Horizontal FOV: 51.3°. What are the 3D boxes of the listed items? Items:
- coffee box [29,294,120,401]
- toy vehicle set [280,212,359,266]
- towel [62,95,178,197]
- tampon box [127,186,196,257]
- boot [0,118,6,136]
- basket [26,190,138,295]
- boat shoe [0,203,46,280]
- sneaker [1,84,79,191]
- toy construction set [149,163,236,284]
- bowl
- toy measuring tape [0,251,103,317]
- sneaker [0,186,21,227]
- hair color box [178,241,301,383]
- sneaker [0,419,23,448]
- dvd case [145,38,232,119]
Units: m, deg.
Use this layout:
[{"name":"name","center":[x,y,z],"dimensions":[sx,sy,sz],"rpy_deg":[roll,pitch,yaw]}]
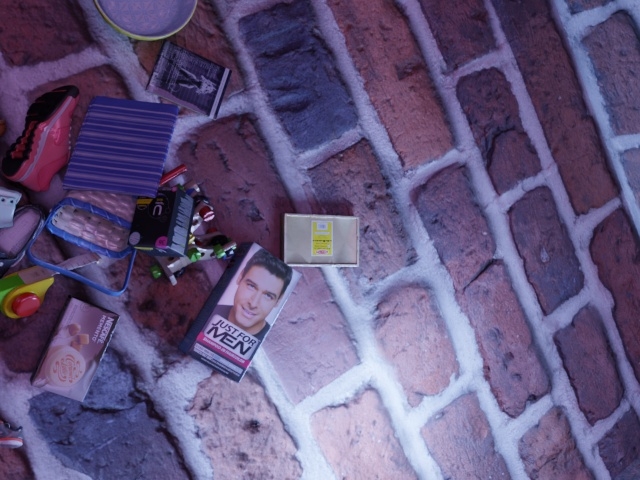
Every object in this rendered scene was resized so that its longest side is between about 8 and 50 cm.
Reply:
[{"name":"coffee box","center":[-0.658,0.287,1.789],"dimensions":[0.141,0.098,0.246],"rpy_deg":[27,79,-22]},{"name":"toy vehicle set","center":[0.000,0.000,2.134],"dimensions":[0.267,0.035,0.166],"rpy_deg":[2,88,-25]},{"name":"towel","center":[-0.522,-0.252,1.768],"dimensions":[0.243,0.040,0.336],"rpy_deg":[6,54,-2]},{"name":"tampon box","center":[-0.408,-0.047,1.724],"dimensions":[0.101,0.120,0.161],"rpy_deg":[41,53,-63]},{"name":"boot","center":[-0.871,-0.161,1.698],"dimensions":[0.283,0.109,0.220],"rpy_deg":[-46,115,-30]},{"name":"basket","center":[-0.593,-0.018,1.751],"dimensions":[0.254,0.201,0.289],"rpy_deg":[29,47,-21]},{"name":"boat shoe","center":[-0.829,0.024,1.717],"dimensions":[0.114,0.091,0.302],"rpy_deg":[37,74,-20]},{"name":"sneaker","center":[-0.723,-0.271,1.782],"dimensions":[0.136,0.116,0.314],"rpy_deg":[50,56,-52]},{"name":"toy construction set","center":[-0.406,-0.027,1.866],"dimensions":[0.237,0.257,0.309],"rpy_deg":[-31,81,-10]},{"name":"bowl","center":[-0.500,-0.682,1.846],"dimensions":[0.289,0.156,0.289],"rpy_deg":[0,89,-26]},{"name":"toy measuring tape","center":[-0.737,0.125,1.767],"dimensions":[0.330,0.121,0.121],"rpy_deg":[-22,99,-41]},{"name":"sneaker","center":[-0.818,-0.146,1.628],"dimensions":[0.151,0.094,0.256],"rpy_deg":[-8,110,-28]},{"name":"hair color box","center":[-0.237,0.209,1.978],"dimensions":[0.185,0.113,0.374],"rpy_deg":[35,75,-20]},{"name":"sneaker","center":[-0.853,0.498,1.729],"dimensions":[0.158,0.061,0.065],"rpy_deg":[16,56,-25]},{"name":"dvd case","center":[-0.387,-0.474,1.972],"dimensions":[0.221,0.018,0.164],"rpy_deg":[21,80,-23]}]
